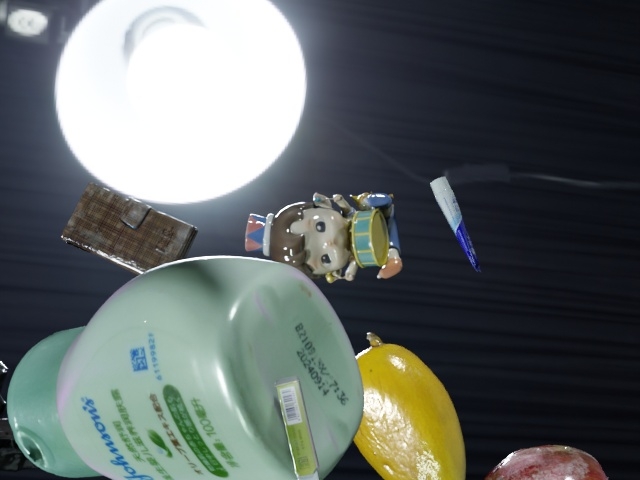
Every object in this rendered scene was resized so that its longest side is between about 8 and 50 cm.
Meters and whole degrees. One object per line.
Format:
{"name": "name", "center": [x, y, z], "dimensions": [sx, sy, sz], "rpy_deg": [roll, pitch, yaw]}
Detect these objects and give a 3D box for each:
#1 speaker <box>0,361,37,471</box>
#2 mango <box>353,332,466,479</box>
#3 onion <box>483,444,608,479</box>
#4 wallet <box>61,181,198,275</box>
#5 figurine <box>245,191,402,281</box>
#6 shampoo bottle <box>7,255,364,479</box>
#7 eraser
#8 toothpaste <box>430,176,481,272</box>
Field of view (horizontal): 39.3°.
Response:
{"name": "speaker", "center": [-0.387, 0.279, 0.934], "dimensions": [0.329, 0.259, 0.198], "rpy_deg": [-60, 32, 1]}
{"name": "mango", "center": [0.132, 0.295, 1.398], "dimensions": [0.119, 0.176, 0.316], "rpy_deg": [-12, -106, -59]}
{"name": "onion", "center": [0.245, 0.317, 1.040], "dimensions": [0.159, 0.195, 0.159], "rpy_deg": [175, 90, -86]}
{"name": "wallet", "center": [-0.344, -0.011, 1.608], "dimensions": [0.124, 0.230, 0.042], "rpy_deg": [-64, -17, -9]}
{"name": "figurine", "center": [0.003, -0.001, 1.539], "dimensions": [0.158, 0.276, 0.161], "rpy_deg": [-18, -81, -67]}
{"name": "shampoo bottle", "center": [-0.144, 0.134, 0.801], "dimensions": [0.151, 0.350, 0.222], "rpy_deg": [-49, -63, -46]}
{"name": "eraser", "center": [-0.015, 0.141, 0.643], "dimensions": [0.038, 0.019, 0.083], "rpy_deg": [155, 101, -85]}
{"name": "toothpaste", "center": [0.112, -0.012, 0.729], "dimensions": [0.083, 0.015, 0.024], "rpy_deg": [68, -164, 13]}
